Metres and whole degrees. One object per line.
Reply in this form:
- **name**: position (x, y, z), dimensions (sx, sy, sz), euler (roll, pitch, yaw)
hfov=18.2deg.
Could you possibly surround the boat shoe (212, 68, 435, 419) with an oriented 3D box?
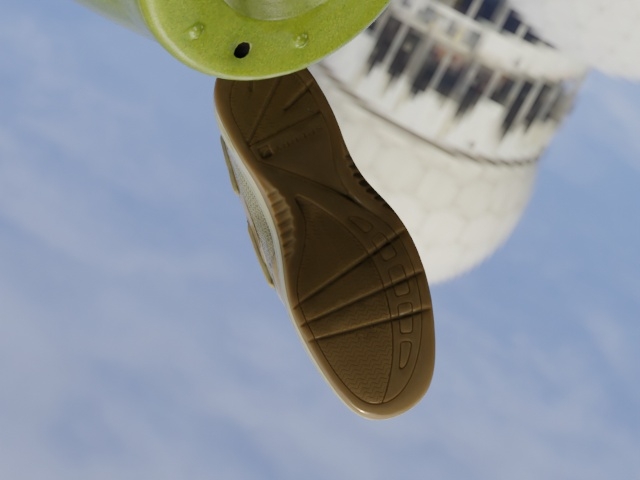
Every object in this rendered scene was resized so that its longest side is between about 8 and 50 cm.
- **boat shoe**: position (0.000, 0.000, 1.539), dimensions (0.109, 0.098, 0.302), euler (-23, -102, -12)

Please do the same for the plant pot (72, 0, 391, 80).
- **plant pot**: position (-0.102, -0.304, 1.471), dimensions (0.367, 0.366, 0.353), euler (3, -149, -39)
